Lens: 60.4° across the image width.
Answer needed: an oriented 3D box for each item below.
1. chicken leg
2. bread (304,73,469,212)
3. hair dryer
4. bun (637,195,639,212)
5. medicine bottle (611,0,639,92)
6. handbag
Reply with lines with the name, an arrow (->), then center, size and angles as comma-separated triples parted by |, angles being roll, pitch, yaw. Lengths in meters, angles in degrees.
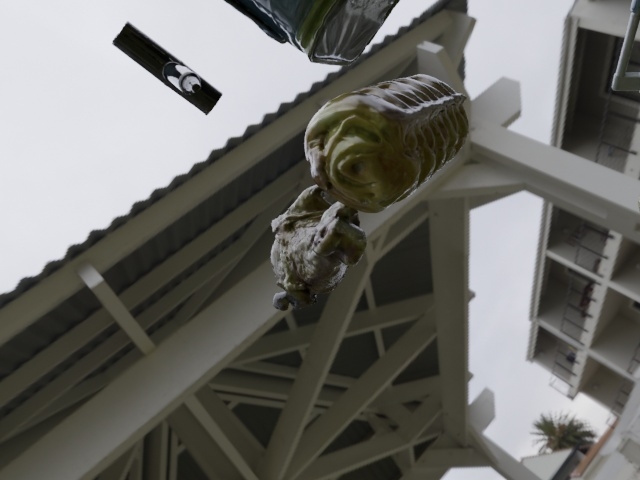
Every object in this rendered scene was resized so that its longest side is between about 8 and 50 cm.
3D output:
chicken leg -> 0.005, -0.008, 0.925 | 0.140, 0.211, 0.361 | 5, -22, -17
bread -> 0.070, -0.096, 0.503 | 0.269, 0.087, 0.098 | -38, -62, -58
hair dryer -> -0.214, -0.243, 0.777 | 0.173, 0.195, 0.050 | 33, -86, -21
bun -> 0.660, -0.070, 0.949 | 0.229, 0.229, 0.145 | -41, -8, -19
medicine bottle -> 0.482, -0.307, 0.776 | 0.221, 0.092, 0.061 | 79, -157, -46
handbag -> -0.020, -0.377, 0.729 | 0.222, 0.241, 0.263 | -50, -7, 23
